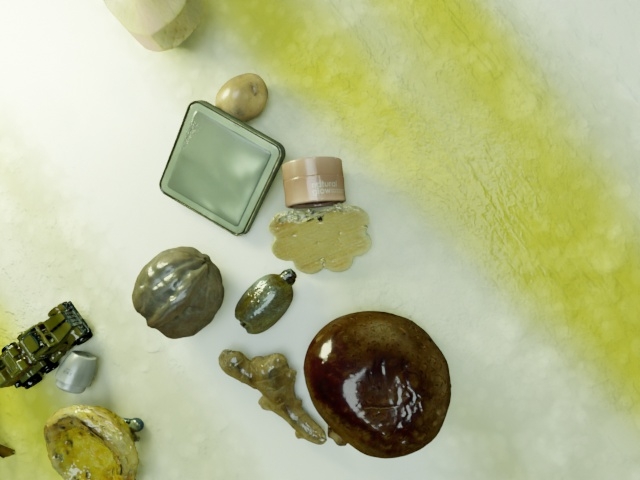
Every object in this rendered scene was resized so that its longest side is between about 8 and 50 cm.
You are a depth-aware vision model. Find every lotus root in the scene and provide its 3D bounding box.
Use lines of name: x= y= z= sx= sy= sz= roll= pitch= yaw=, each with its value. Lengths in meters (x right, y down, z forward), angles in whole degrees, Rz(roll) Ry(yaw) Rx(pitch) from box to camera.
lotus root: x=-0.131 y=0.146 z=1.228 sx=0.113 sy=0.088 sz=0.192 roll=44 pitch=93 yaw=12

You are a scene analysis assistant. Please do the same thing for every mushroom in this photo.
mushroom: x=0.139 y=0.324 z=1.134 sx=0.346 sy=0.239 sz=0.344 roll=-1 pitch=93 yaw=-19

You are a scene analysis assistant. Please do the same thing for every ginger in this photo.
ginger: x=-0.108 y=0.378 z=1.222 sx=0.148 sy=0.081 sz=0.333 roll=-39 pitch=91 yaw=4

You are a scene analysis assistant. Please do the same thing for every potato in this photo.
potato: x=-0.203 y=-0.362 z=1.242 sx=0.147 sy=0.112 sz=0.112 roll=-38 pitch=85 yaw=0

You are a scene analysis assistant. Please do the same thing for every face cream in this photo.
face cream: x=-0.016 y=-0.138 z=1.191 sx=0.149 sy=0.149 sz=0.104 roll=-6 pitch=88 yaw=6
face cream: x=-0.635 y=0.342 z=1.277 sx=0.091 sy=0.091 sz=0.095 roll=20 pitch=83 yaw=7

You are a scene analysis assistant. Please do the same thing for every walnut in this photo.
walnut: x=-0.347 y=0.127 z=1.201 sx=0.225 sy=0.224 sz=0.224 roll=0 pitch=88 yaw=6

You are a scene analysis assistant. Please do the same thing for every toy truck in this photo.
toy truck: x=-0.733 y=0.275 z=1.274 sx=0.257 sy=0.127 sz=0.127 roll=-38 pitch=83 yaw=1

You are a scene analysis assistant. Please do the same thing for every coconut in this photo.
coconut: x=-0.404 y=-0.605 z=1.199 sx=0.260 sy=0.259 sz=0.259 roll=0 pitch=88 yaw=6

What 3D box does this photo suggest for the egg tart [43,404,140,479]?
egg tart: x=-0.561 y=0.523 z=1.245 sx=0.291 sy=0.107 sz=0.290 roll=6 pitch=113 yaw=14

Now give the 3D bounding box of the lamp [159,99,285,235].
lamp: x=-0.254 y=-0.179 z=1.235 sx=0.269 sy=0.047 sz=0.266 roll=31 pitch=109 yaw=5

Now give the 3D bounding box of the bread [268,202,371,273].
bread: x=0.000 y=0.000 z=1.210 sx=0.251 sy=0.039 sz=0.181 roll=-6 pitch=121 yaw=7

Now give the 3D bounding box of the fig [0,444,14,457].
fig: x=-0.953 y=0.457 z=1.262 sx=0.369 sy=0.286 sz=0.286 roll=39 pitch=93 yaw=-28

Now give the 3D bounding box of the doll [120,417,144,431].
doll: x=-0.526 y=0.485 z=1.291 sx=0.125 sy=0.027 sz=0.037 roll=-1 pitch=96 yaw=6
